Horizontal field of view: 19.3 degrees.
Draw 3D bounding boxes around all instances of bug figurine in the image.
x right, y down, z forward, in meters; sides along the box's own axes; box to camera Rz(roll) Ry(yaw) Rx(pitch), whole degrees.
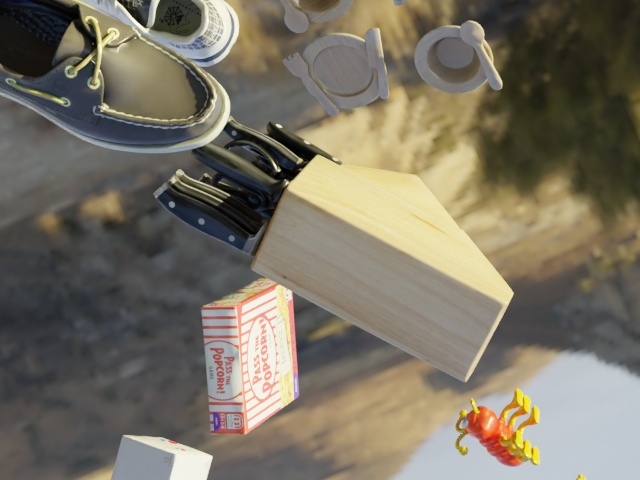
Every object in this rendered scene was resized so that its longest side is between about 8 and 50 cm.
[{"bbox_3d":[0.211,0.295,1.946,0.072,0.216,0.279,-34,-156,27],"label":"bug figurine"}]

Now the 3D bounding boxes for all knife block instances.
[{"bbox_3d":[0.000,0.000,1.615,0.242,0.275,0.088,5,122,-33],"label":"knife block"}]

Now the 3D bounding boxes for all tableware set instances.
[{"bbox_3d":[0.044,-0.154,1.308,0.169,0.141,0.020,-11,-145,20],"label":"tableware set"}]

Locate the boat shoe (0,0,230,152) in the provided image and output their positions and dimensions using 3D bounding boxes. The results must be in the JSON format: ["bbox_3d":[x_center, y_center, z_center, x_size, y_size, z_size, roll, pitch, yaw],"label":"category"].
[{"bbox_3d":[-0.172,-0.121,1.265,0.228,0.081,0.068,18,165,8],"label":"boat shoe"}]

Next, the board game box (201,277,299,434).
[{"bbox_3d":[-0.079,0.130,2.160,0.045,0.146,0.193,-1,-172,18],"label":"board game box"}]

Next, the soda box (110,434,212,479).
[{"bbox_3d":[-0.182,0.310,1.906,0.074,0.216,0.069,15,-179,31],"label":"soda box"}]

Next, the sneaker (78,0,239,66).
[{"bbox_3d":[-0.187,-0.234,1.706,0.095,0.235,0.090,-11,123,-79],"label":"sneaker"}]
